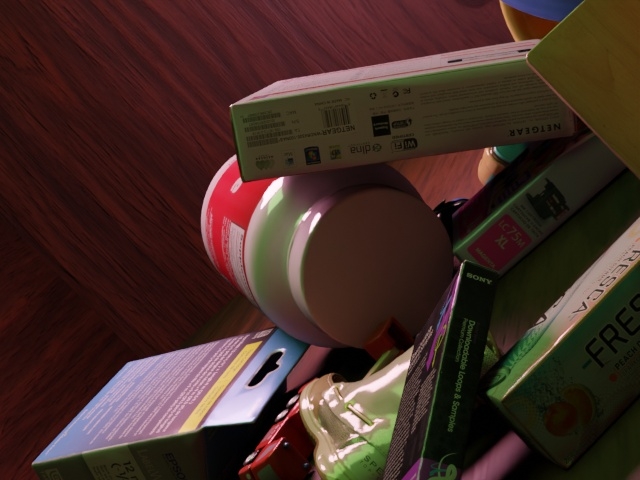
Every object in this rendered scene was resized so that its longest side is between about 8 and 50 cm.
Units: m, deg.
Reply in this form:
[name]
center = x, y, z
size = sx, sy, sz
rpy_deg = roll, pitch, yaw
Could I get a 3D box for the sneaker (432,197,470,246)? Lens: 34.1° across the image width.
[sneaker]
center = 0.141, -0.002, 1.348
size = 0.152, 0.058, 0.084
rpy_deg = -37, -4, 1

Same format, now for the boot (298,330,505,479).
[boot]
center = 0.066, 0.118, 0.829
size = 0.165, 0.077, 0.213
rpy_deg = -44, 11, 3

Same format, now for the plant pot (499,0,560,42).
[plant pot]
center = 0.384, -0.336, 1.268
size = 0.239, 0.254, 0.254
rpy_deg = -29, -3, -32

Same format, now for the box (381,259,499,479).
[box]
center = 0.071, 0.108, 0.656
size = 0.116, 0.029, 0.162
rpy_deg = 111, 176, -58

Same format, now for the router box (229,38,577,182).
[router box]
center = 0.095, -0.151, 1.153
size = 0.335, 0.082, 0.301
rpy_deg = -8, 12, 9

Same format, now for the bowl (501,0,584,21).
[bowl]
center = 0.314, -0.406, 1.088
size = 0.391, 0.391, 0.077
rpy_deg = -44, -32, -3

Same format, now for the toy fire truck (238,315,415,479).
[toy fire truck]
center = 0.010, 0.168, 1.033
size = 0.135, 0.047, 0.192
rpy_deg = -37, 9, 45

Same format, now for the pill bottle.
[pill bottle]
center = 0.000, 0.000, 1.277
size = 0.229, 0.229, 0.407
rpy_deg = -44, 19, -7

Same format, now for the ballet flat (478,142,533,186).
[ballet flat]
center = 0.280, -0.154, 1.447
size = 0.232, 0.080, 0.073
rpy_deg = -45, -12, -37

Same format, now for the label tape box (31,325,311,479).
[label tape box]
center = -0.158, 0.231, 1.343
size = 0.347, 0.115, 0.249
rpy_deg = -14, 19, 28

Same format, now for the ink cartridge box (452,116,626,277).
[ink cartridge box]
center = 0.268, -0.092, 1.093
size = 0.311, 0.065, 0.186
rpy_deg = -41, 6, 14

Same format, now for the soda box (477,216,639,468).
[soda box]
center = 0.179, 0.047, 0.623
size = 0.183, 0.058, 0.063
rpy_deg = -44, 5, -6

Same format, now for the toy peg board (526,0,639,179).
[toy peg board]
center = 0.289, -0.148, 0.891
size = 0.160, 0.161, 0.079
rpy_deg = -43, -10, 7
